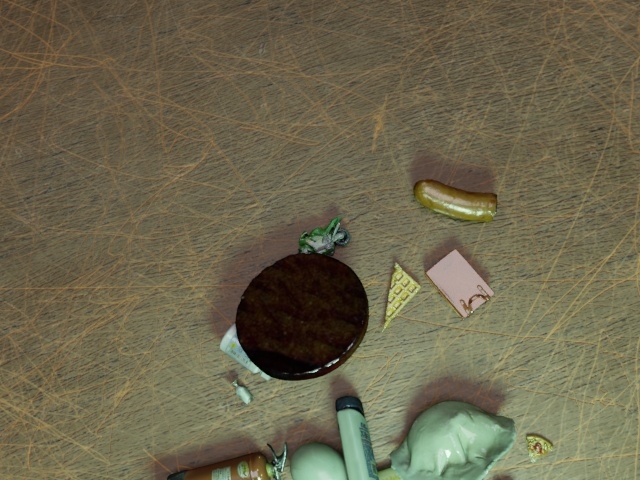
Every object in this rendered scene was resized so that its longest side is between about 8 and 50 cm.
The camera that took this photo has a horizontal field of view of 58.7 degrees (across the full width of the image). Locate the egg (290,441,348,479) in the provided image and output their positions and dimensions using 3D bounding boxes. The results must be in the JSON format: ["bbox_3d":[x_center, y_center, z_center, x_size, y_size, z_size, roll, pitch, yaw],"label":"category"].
[{"bbox_3d":[-0.001,0.673,1.659,0.192,0.149,0.150,22,80,31],"label":"egg"}]

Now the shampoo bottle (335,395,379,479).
[{"bbox_3d":[0.118,0.633,1.633,0.078,0.134,0.360,-26,50,18],"label":"shampoo bottle"}]

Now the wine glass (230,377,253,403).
[{"bbox_3d":[-0.244,0.472,1.782,0.083,0.042,0.039,46,123,8],"label":"wine glass"}]

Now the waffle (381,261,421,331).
[{"bbox_3d":[0.217,0.178,1.806,0.191,0.032,0.125,-45,80,-6],"label":"waffle"}]

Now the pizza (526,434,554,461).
[{"bbox_3d":[0.647,0.622,1.688,0.083,0.025,0.078,18,78,7],"label":"pizza"}]

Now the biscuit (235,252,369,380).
[{"bbox_3d":[-0.053,0.226,1.703,0.406,0.091,0.408,-7,58,11],"label":"biscuit"}]

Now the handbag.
[{"bbox_3d":[0.437,0.138,1.785,0.127,0.063,0.190,-37,76,-4],"label":"handbag"}]

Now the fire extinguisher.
[{"bbox_3d":[-0.256,0.739,1.703,0.375,0.113,0.201,-17,105,2],"label":"fire extinguisher"}]

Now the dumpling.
[{"bbox_3d":[0.397,0.599,1.632,0.321,0.211,0.270,-52,43,6],"label":"dumpling"}]

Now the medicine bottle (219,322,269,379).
[{"bbox_3d":[-0.214,0.345,1.770,0.186,0.103,0.103,33,83,10],"label":"medicine bottle"}]

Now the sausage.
[{"bbox_3d":[0.428,-0.127,1.820,0.270,0.109,0.109,16,80,7],"label":"sausage"}]

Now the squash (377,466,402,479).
[{"bbox_3d":[0.160,0.777,1.654,0.251,0.093,0.169,-19,39,0],"label":"squash"}]

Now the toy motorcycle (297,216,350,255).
[{"bbox_3d":[0.000,0.000,1.845,0.190,0.074,0.106,-26,69,-1],"label":"toy motorcycle"}]
